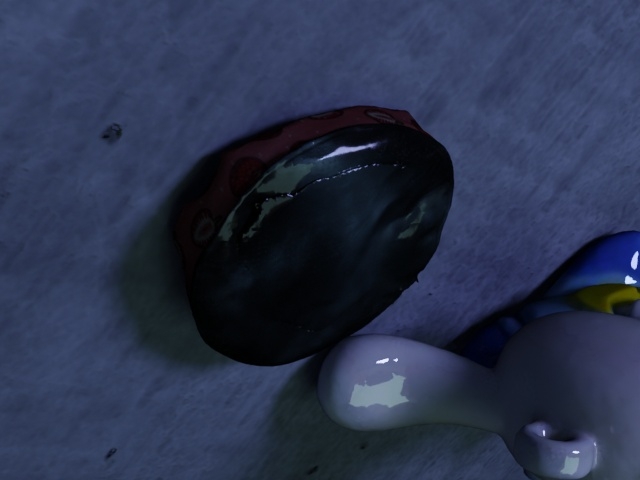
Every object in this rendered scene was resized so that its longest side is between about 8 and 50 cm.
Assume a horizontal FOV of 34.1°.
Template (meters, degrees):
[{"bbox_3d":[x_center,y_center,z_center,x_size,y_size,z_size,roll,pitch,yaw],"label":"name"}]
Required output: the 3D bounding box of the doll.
[{"bbox_3d":[0.240,0.122,0.824,0.365,0.376,0.187,-20,138,-57],"label":"doll"}]

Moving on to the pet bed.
[{"bbox_3d":[0.000,0.000,0.652,0.201,0.053,0.201,-23,140,-21],"label":"pet bed"}]
